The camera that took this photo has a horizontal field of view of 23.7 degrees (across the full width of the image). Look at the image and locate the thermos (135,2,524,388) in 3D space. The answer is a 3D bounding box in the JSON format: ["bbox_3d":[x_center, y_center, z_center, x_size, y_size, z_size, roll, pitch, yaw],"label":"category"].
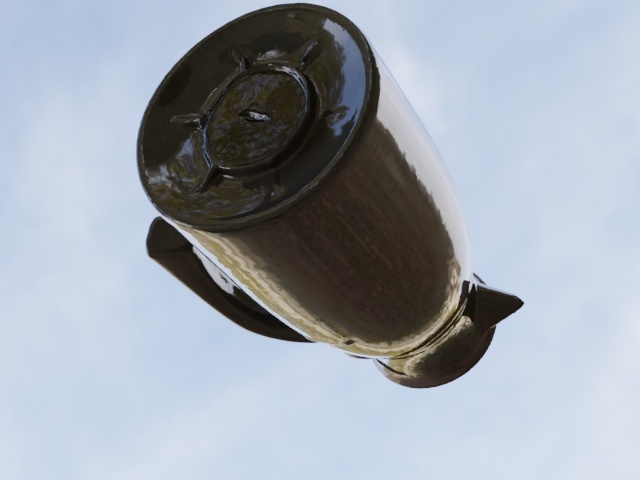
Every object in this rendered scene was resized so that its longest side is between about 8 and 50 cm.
[{"bbox_3d":[0.000,0.000,0.660,0.137,0.105,0.193,-14,-34,22],"label":"thermos"}]
